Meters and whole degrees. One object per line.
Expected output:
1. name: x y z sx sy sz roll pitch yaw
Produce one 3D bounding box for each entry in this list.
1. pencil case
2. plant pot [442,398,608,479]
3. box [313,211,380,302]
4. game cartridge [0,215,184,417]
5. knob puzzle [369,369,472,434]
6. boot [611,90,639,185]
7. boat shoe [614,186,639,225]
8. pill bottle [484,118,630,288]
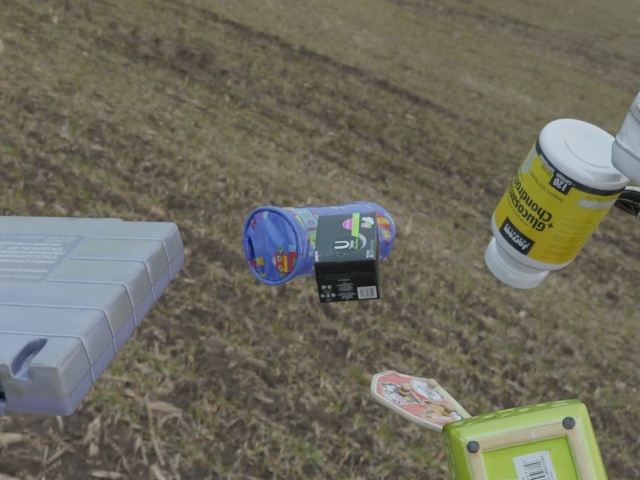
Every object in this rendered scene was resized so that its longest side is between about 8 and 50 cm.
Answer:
1. pencil case: 0.000 0.000 1.346 0.133 0.119 0.306 -12 -4 33
2. plant pot: 0.304 0.352 1.213 0.227 0.228 0.207 -13 -16 6
3. box: 0.028 0.016 0.838 0.062 0.052 0.083 -4 35 7
4. game cartridge: -0.318 0.050 0.716 0.355 0.068 0.230 2 24 15
5. knob puzzle: 0.168 0.265 1.426 0.213 0.030 0.213 21 14 -6
6. boot: 0.363 -0.069 0.711 0.095 0.123 0.258 -10 37 -32
7. boat shoe: 0.363 -0.024 0.897 0.125 0.038 0.046 25 -7 41
8. pill bottle: 0.249 -0.033 0.914 0.103 0.184 0.103 11 44 -11
